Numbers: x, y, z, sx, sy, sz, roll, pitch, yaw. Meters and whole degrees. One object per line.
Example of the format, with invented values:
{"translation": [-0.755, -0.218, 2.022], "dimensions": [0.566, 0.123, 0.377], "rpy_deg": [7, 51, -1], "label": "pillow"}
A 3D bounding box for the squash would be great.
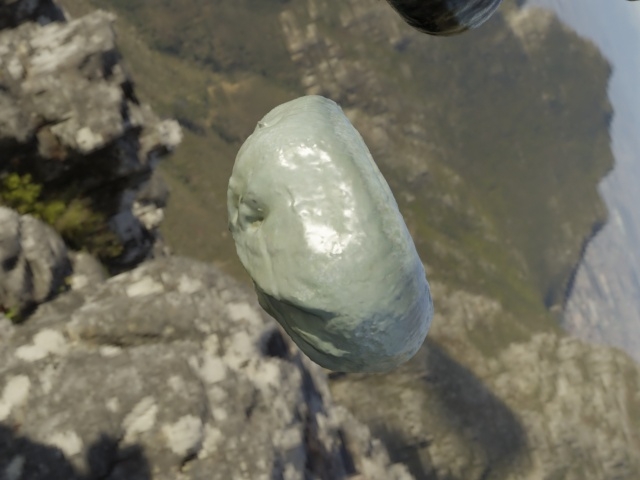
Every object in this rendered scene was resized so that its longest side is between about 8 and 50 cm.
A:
{"translation": [0.105, -0.291, 1.170], "dimensions": [0.193, 0.156, 0.193], "rpy_deg": [47, -7, 8], "label": "squash"}

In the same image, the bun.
{"translation": [0.001, 0.003, 1.421], "dimensions": [0.354, 0.194, 0.354], "rpy_deg": [-23, 90, -90], "label": "bun"}
